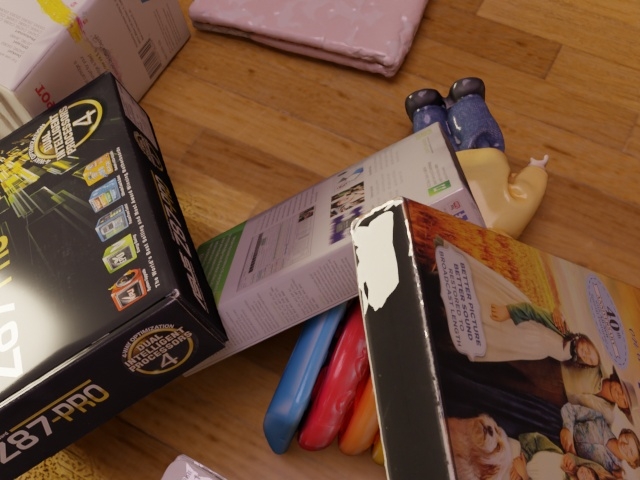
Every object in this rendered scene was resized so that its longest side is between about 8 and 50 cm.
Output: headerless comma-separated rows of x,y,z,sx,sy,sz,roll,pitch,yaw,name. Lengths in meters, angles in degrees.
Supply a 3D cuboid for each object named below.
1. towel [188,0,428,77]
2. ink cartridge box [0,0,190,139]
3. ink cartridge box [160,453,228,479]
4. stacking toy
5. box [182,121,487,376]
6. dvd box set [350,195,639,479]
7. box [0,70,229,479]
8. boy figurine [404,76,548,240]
0.015,-0.397,1.146,0.317,0.053,0.332,16,67,15,towel
-0.341,-0.265,1.046,0.197,0.198,0.270,26,70,17,ink cartridge box
-0.108,0.303,0.731,0.092,0.219,0.160,26,70,18,ink cartridge box
0.109,0.175,0.818,0.301,0.175,0.166,22,62,4,stacking toy
0.000,0.000,0.833,0.322,0.058,0.232,-25,19,12,box
0.209,0.156,0.686,0.062,0.420,0.308,-29,56,39,dvd box set
-0.290,0.030,0.821,0.318,0.097,0.395,-33,45,6,box
0.182,-0.052,0.936,0.177,0.092,0.285,-15,65,8,boy figurine
